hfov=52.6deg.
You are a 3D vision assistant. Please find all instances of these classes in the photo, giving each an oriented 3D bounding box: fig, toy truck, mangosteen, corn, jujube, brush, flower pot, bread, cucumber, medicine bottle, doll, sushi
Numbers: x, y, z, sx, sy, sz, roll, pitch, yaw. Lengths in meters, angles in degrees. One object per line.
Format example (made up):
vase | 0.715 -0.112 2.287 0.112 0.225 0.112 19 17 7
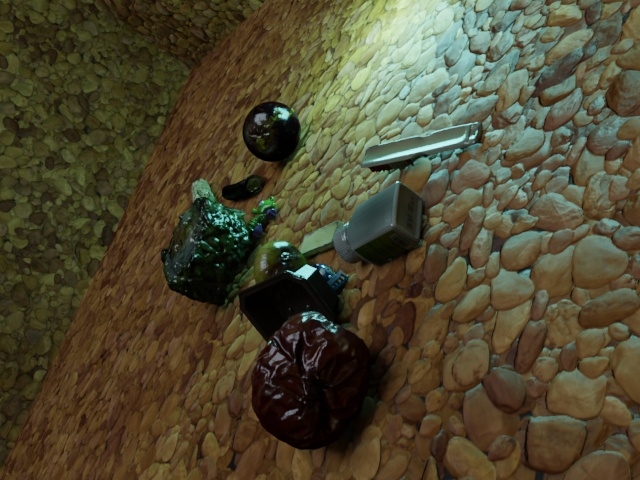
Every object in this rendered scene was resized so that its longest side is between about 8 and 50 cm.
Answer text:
fig | -0.100 0.076 1.584 0.120 0.135 0.153 -2 73 68
toy truck | 0.019 0.091 1.470 0.090 0.056 0.073 3 68 44
mangosteen | -0.145 -0.354 2.078 0.192 0.192 0.217 -42 0 28
corn | -0.460 -0.183 2.489 0.087 0.087 0.211 -53 29 10
jujube | -0.022 0.255 1.191 0.232 0.212 0.213 -61 28 -5
brush | 0.223 -0.200 1.442 0.320 0.050 0.060 -7 53 47
flower pot | -0.059 0.140 1.446 0.250 0.179 0.084 -26 16 46
bread | 0.000 0.000 1.613 0.153 0.028 0.068 -23 43 49
cucumber | -0.278 -0.170 2.209 0.245 0.067 0.067 -14 50 56
medicine bottle | 0.120 -0.024 1.375 0.188 0.088 0.132 -30 38 42
doll | -0.193 -0.051 1.959 0.190 0.050 0.115 -58 26 6
sushi | -0.346 0.019 1.960 0.294 0.178 0.352 -65 24 6
